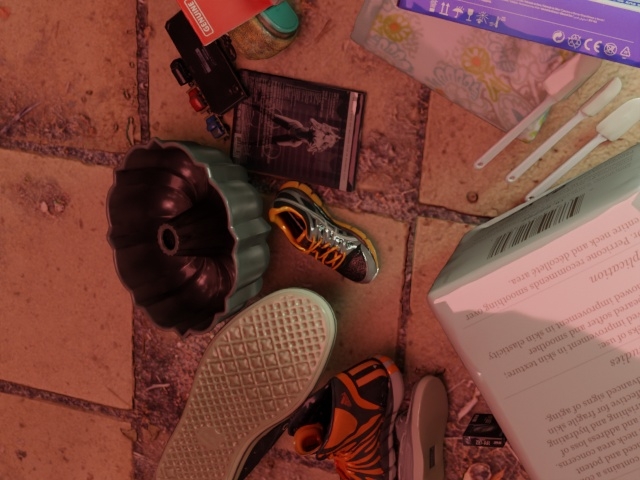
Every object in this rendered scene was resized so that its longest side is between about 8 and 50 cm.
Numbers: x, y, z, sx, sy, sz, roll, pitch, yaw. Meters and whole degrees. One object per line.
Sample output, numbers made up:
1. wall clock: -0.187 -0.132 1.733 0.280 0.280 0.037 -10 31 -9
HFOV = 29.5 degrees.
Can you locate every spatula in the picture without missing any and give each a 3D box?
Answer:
1. spatula: 0.345 -0.159 1.767 0.168 0.019 0.242 27 124 -34

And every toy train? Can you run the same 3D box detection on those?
1. toy train: -0.198 -0.230 2.001 0.027 0.036 0.158 -31 94 28

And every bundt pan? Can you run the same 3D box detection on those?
1. bundt pan: -0.204 -0.014 1.991 0.331 0.124 0.331 15 112 41

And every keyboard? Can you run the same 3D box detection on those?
1. keyboard: -0.174 -0.301 1.964 0.108 0.023 0.180 -30 90 38

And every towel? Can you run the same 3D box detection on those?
1. towel: 0.254 -0.369 1.740 0.320 0.090 0.374 33 117 10

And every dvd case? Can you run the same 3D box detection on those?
1. dvd case: -0.040 -0.179 1.964 0.221 0.018 0.164 13 111 19

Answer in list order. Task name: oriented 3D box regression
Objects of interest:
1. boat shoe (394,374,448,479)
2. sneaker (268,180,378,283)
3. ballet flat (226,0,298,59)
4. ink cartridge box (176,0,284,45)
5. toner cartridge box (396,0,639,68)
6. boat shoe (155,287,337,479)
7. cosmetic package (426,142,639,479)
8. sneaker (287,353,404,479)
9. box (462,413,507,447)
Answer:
1. boat shoe: 0.158 0.324 2.021 0.081 0.079 0.227 18 116 41
2. sneaker: 0.000 0.000 1.966 0.215 0.083 0.084 40 127 4
3. ballet flat: -0.171 -0.427 1.885 0.123 0.123 0.348 -35 93 28
4. ink cartridge box: -0.136 -0.480 1.796 0.261 0.066 0.296 -33 94 -11
5. toner cartridge box: 0.291 -0.313 1.609 0.348 0.165 0.075 17 114 13
6. boat shoe: -0.119 0.259 2.048 0.187 0.156 0.500 37 121 9
7. cosmetic package: 0.403 0.128 1.699 0.329 0.327 0.394 -28 96 21
8. sneaker: 0.028 0.339 1.998 0.124 0.180 0.321 33 130 43
9. box: 0.272 0.307 1.967 0.067 0.083 0.018 0 108 23
